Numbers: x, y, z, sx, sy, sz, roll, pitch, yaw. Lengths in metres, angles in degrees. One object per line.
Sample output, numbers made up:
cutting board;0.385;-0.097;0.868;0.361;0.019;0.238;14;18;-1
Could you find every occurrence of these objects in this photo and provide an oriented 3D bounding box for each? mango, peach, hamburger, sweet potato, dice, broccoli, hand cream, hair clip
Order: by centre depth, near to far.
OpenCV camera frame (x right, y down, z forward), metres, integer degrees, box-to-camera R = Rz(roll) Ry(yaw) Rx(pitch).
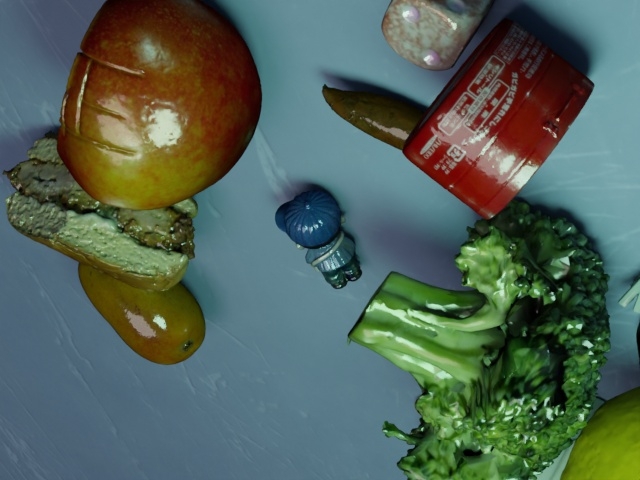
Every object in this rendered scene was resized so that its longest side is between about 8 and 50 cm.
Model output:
hand cream;0.187;-0.130;1.629;0.125;0.193;0.193;39;142;-2
dice;0.126;-0.244;1.632;0.094;0.093;0.091;30;142;4
hair clip;0.388;0.032;1.787;0.030;0.039;0.115;24;131;0
sweet potato;0.119;-0.123;1.798;0.265;0.057;0.057;26;141;9
broccoli;0.210;0.136;1.830;0.338;0.277;0.317;-19;123;43
peach;-0.191;-0.181;1.841;0.245;0.248;0.274;2;127;-12
hamburger;-0.292;-0.032;2.123;0.245;0.155;0.282;34;166;-30
mango;-0.264;0.089;2.244;0.221;0.120;0.151;43;170;-6

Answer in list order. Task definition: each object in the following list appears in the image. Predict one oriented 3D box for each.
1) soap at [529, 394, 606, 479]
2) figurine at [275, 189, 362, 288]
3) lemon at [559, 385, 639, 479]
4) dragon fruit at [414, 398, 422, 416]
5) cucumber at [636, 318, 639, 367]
soap;0.323;0.304;2.073;0.150;0.094;0.261;24;140;6
figurine;0.000;0.000;2.003;0.086;0.087;0.149;-25;121;7
lemon;0.472;0.341;1.770;0.364;0.364;0.364;21;140;18
dragon fruit;0.193;0.271;2.150;0.126;0.068;0.112;42;140;-10
cucumber;0.405;0.128;1.863;0.043;0.039;0.163;-7;131;15
